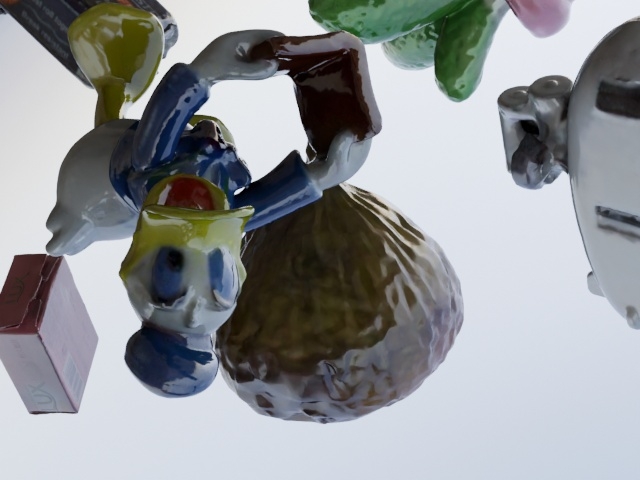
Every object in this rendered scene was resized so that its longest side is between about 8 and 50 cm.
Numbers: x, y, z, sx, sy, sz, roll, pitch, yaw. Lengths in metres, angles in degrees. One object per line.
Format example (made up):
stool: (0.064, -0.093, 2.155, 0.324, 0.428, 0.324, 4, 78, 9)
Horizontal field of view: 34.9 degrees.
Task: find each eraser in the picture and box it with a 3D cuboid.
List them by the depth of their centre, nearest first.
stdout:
eraser: (-0.344, -0.341, 1.334, 0.101, 0.332, 0.155, -50, 173, 36)

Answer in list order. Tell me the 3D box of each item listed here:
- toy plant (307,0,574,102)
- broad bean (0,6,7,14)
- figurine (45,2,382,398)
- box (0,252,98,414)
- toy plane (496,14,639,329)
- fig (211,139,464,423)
toy plant: (0.192, -0.299, 1.129, 0.356, 0.210, 0.317, -36, 170, 20)
broad bean: (-0.508, -0.332, 1.368, 0.061, 0.195, 0.046, 9, -87, 26)
figurine: (-0.073, -0.029, 0.732, 0.284, 0.204, 0.338, -25, -137, 22)
box: (-0.287, 0.098, 1.066, 0.060, 0.156, 0.111, 0, -135, 7)
toy plane: (0.154, -0.023, 0.454, 0.080, 0.174, 0.174, -43, -161, -27)
fig: (0.000, 0.000, 1.118, 0.286, 0.368, 0.286, -9, -169, 2)
